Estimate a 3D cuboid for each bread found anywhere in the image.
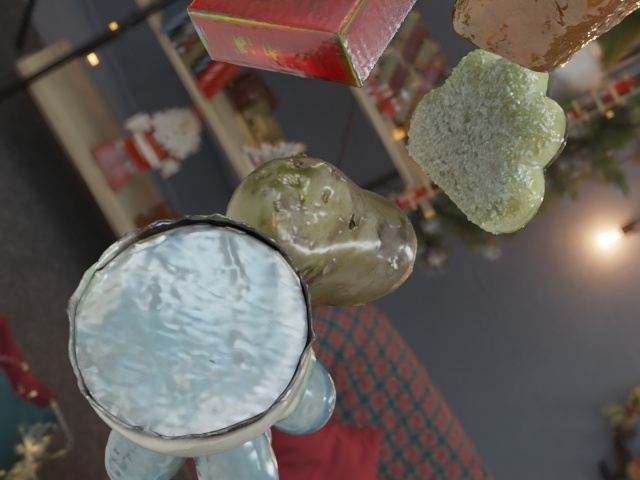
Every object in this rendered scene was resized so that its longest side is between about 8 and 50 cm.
[{"bbox_3d":[0.206,-0.142,1.685,0.056,0.207,0.286,20,16,-34],"label":"bread"}]

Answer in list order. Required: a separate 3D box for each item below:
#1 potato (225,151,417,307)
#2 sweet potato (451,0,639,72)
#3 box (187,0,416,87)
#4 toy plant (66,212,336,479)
[{"bbox_3d":[0.000,0.000,1.581,0.262,0.165,0.165,28,36,-44],"label":"potato"},{"bbox_3d":[0.169,-0.174,0.828,0.097,0.251,0.097,11,66,-26],"label":"sweet potato"},{"bbox_3d":[0.023,-0.317,1.494,0.313,0.197,0.089,-59,144,-25],"label":"box"},{"bbox_3d":[-0.108,0.153,1.367,0.332,0.247,0.247,84,-10,-58],"label":"toy plant"}]
